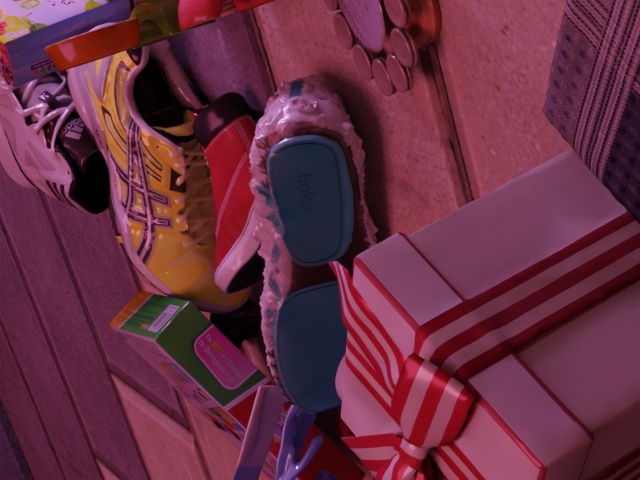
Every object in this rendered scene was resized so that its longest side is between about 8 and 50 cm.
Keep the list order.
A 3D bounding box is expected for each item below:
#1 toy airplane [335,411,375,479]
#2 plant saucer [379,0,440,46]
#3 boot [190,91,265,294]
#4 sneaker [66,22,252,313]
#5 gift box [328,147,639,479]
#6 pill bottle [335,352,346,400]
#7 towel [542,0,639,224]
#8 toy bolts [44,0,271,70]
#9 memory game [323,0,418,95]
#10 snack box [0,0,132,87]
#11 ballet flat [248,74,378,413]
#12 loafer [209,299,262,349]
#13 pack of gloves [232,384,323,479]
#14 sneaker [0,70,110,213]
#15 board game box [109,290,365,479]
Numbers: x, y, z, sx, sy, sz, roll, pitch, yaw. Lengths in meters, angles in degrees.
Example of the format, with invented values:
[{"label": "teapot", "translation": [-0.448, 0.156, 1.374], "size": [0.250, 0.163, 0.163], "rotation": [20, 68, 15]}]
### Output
[{"label": "toy airplane", "translation": [0.063, 0.259, 1.874], "size": [0.151, 0.028, 0.151], "rotation": [47, 154, 31]}, {"label": "plant saucer", "translation": [0.074, -0.207, 1.355], "size": [0.083, 0.013, 0.083], "rotation": [45, 152, 32]}, {"label": "boot", "translation": [-0.102, -0.058, 1.801], "size": [0.176, 0.088, 0.244], "rotation": [54, 148, 19]}, {"label": "sneaker", "translation": [-0.183, -0.079, 1.871], "size": [0.147, 0.145, 0.385], "rotation": [0, 119, 59]}, {"label": "gift box", "translation": [0.147, 0.107, 1.242], "size": [0.276, 0.258, 0.255], "rotation": [44, 151, 34]}, {"label": "pill bottle", "translation": [0.114, 0.178, 1.565], "size": [0.208, 0.119, 0.119], "rotation": [39, 148, 44]}, {"label": "towel", "translation": [0.279, -0.088, 1.034], "size": [0.312, 0.056, 0.324], "rotation": [53, 158, 27]}, {"label": "toy bolts", "translation": [-0.180, -0.286, 1.591], "size": [0.228, 0.218, 0.158], "rotation": [-10, 101, 47]}, {"label": "memory game", "translation": [0.039, -0.215, 1.391], "size": [0.186, 0.012, 0.186], "rotation": [56, 161, 30]}, {"label": "snack box", "translation": [-0.356, -0.284, 1.957], "size": [0.207, 0.174, 0.070], "rotation": [39, 146, 46]}, {"label": "ballet flat", "translation": [0.000, 0.000, 1.636], "size": [0.147, 0.147, 0.409], "rotation": [42, 147, 39]}, {"label": "loafer", "translation": [-0.107, 0.115, 2.033], "size": [0.061, 0.062, 0.170], "rotation": [15, 163, 5]}, {"label": "pack of gloves", "translation": [-0.051, 0.283, 1.763], "size": [0.046, 0.232, 0.195], "rotation": [16, 179, 19]}, {"label": "sneaker", "translation": [-0.377, -0.224, 2.135], "size": [0.257, 0.169, 0.447], "rotation": [27, 148, 42]}, {"label": "board game box", "translation": [-0.110, 0.198, 1.960], "size": [0.316, 0.064, 0.242], "rotation": [46, 166, -16]}]
